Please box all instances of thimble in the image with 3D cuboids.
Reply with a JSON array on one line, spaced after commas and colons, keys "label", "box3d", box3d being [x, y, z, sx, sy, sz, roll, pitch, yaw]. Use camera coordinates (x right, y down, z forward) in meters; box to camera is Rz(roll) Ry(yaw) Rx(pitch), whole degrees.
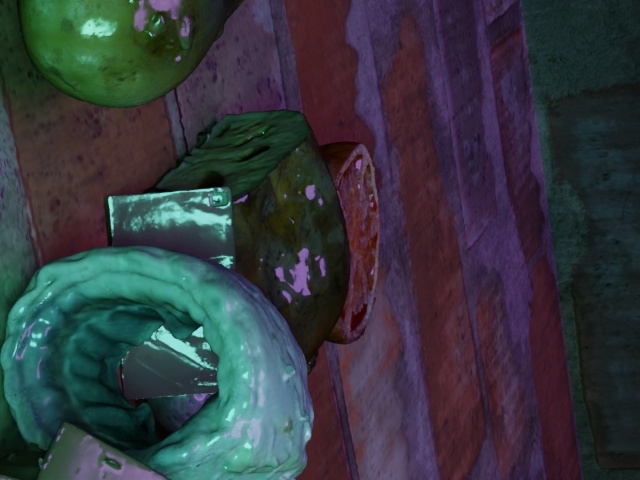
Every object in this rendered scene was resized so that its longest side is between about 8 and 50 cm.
[{"label": "thimble", "box3d": [-0.124, 0.110, 1.275, 0.205, 0.250, 0.172, -58, 155, -1]}]

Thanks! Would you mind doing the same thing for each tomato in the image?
[{"label": "tomato", "box3d": [0.000, 0.000, 1.845, 0.237, 0.095, 0.237, 1, 90, -75]}]

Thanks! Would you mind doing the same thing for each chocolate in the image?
[{"label": "chocolate", "box3d": [-0.115, 0.174, 1.537, 0.167, 0.072, 0.072, 63, 30, -42]}]

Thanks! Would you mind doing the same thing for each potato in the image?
[{"label": "potato", "box3d": [-0.154, -0.235, 1.360, 0.307, 0.173, 0.210, -73, 161, -47]}]

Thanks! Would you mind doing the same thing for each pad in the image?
[{"label": "pad", "box3d": [-0.130, 0.048, 1.464, 0.006, 0.113, 0.188, -127, -148, -87]}]

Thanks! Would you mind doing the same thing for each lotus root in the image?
[{"label": "lotus root", "box3d": [-0.058, 0.034, 1.620, 0.267, 0.149, 0.260, -52, 134, -57]}]

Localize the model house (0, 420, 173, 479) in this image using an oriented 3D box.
[{"label": "model house", "box3d": [-0.217, 0.204, 1.086, 0.248, 0.176, 0.181, 64, 38, -48]}]
